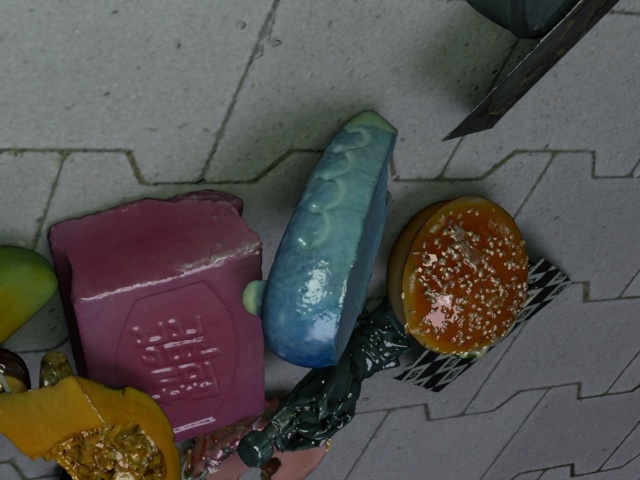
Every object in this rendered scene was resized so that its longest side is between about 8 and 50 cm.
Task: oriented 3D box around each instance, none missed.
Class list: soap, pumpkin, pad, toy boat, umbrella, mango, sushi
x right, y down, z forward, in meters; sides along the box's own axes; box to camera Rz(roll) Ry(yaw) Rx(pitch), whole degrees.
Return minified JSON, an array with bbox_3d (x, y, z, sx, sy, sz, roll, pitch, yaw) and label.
[{"bbox_3d":[-0.190,0.104,1.589,0.232,0.128,0.360,-17,143,-15],"label":"soap"},{"bbox_3d":[-0.268,0.217,1.492,0.130,0.126,0.248,-19,123,17],"label":"pumpkin"},{"bbox_3d":[0.299,-0.251,1.506,0.367,0.007,0.247,-46,172,20],"label":"pad"},{"bbox_3d":[0.000,0.000,1.504,0.123,0.330,0.215,14,144,8],"label":"toy boat"},{"bbox_3d":[0.020,0.204,1.789,0.349,0.094,0.143,-38,142,-39],"label":"umbrella"},{"bbox_3d":[-0.384,0.072,1.432,0.194,0.092,0.130,-21,130,-24],"label":"mango"},{"bbox_3d":[0.242,0.119,1.991,0.290,0.050,0.264,-40,158,10],"label":"sushi"}]

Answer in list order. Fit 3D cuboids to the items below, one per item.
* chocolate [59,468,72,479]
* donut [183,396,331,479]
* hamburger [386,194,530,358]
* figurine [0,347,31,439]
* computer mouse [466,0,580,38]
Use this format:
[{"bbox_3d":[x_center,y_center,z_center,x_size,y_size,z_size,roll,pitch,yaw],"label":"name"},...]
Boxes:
[{"bbox_3d":[-0.315,0.435,1.934,0.148,0.126,0.343,-58,164,-27],"label":"chocolate"},{"bbox_3d":[-0.091,0.313,1.955,0.232,0.085,0.199,17,124,-46],"label":"donut"},{"bbox_3d":[0.187,0.046,1.740,0.236,0.147,0.237,-21,121,-40],"label":"hamburger"},{"bbox_3d":[-0.459,0.188,1.507,0.240,0.116,0.175,-11,139,-17],"label":"figurine"},{"bbox_3d":[0.227,-0.326,1.330,0.203,0.114,0.374,-44,163,2],"label":"computer mouse"}]
